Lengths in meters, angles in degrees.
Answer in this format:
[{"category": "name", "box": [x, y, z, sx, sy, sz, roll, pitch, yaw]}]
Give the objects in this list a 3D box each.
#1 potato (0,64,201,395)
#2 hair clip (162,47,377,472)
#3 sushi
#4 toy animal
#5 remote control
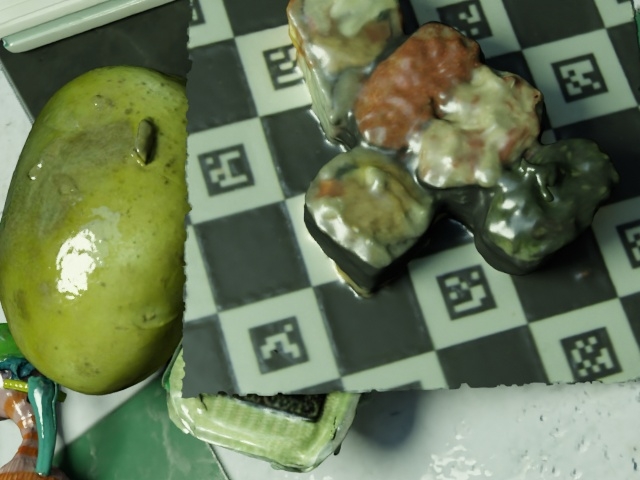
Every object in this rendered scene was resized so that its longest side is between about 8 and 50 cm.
[{"category": "potato", "box": [-0.149, -0.014, 0.921, 0.197, 0.148, 0.228, 24, 94, 52]}, {"category": "hair clip", "box": [0.000, 0.001, 0.892, 0.138, 0.091, 0.321, 18, 71, 6]}, {"category": "sushi", "box": [0.070, -0.073, 0.836, 0.319, 0.069, 0.340, 0, 70, -3]}, {"category": "toy animal", "box": [-0.216, 0.156, 0.932, 0.103, 0.100, 0.208, -48, 38, 46]}, {"category": "remote control", "box": [-0.146, -0.244, 1.063, 0.277, 0.055, 0.103, -15, 68, 16]}]
